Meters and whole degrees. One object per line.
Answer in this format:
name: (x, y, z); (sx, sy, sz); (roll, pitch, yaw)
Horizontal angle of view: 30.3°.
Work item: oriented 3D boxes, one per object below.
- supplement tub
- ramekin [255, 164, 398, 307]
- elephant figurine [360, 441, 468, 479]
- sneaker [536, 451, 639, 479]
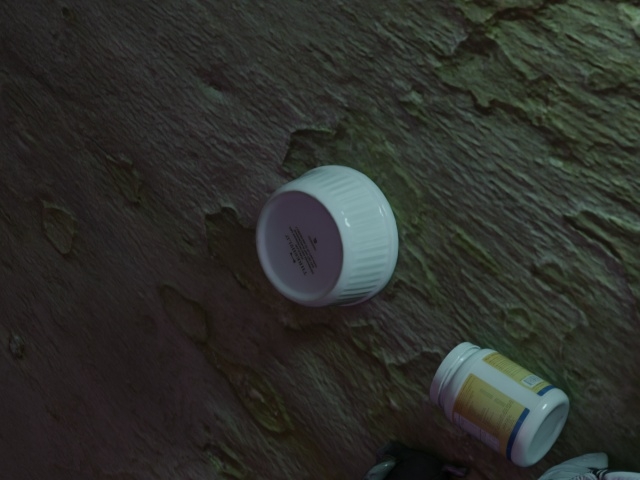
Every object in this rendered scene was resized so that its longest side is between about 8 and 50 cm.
supplement tub: (0.298, 0.271, 1.976); (0.200, 0.144, 0.144); (31, 118, 31)
ramekin: (0.000, 0.000, 2.171); (0.273, 0.127, 0.273); (10, 106, 37)
elephant figurine: (0.111, 0.468, 2.113); (0.169, 0.239, 0.186); (34, 120, 30)
sneaker: (0.444, 0.402, 1.837); (0.366, 0.210, 0.137); (-21, 87, 44)
